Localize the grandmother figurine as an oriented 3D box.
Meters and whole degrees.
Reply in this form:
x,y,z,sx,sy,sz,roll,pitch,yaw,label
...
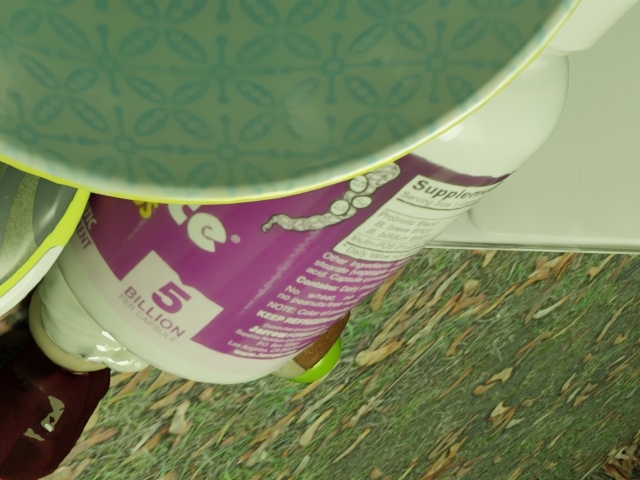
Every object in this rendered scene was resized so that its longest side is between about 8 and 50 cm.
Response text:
x,y,z,sx,sy,sz,roll,pitch,yaw,label
-0.200,0.127,1.052,0.342,0.104,0.208,-55,-177,27,grandmother figurine

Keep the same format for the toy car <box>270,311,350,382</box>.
x,y,z,sx,sy,sz,roll,pitch,yaw,label
0.003,-0.021,1.005,0.188,0.149,0.155,-38,159,2,toy car

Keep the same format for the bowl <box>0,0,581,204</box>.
x,y,z,sx,sy,sz,roll,pitch,yaw,label
-0.046,-0.172,0.553,0.289,0.289,0.156,-43,-157,5,bowl

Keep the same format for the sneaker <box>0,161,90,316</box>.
x,y,z,sx,sy,sz,roll,pitch,yaw,label
-0.227,0.003,0.719,0.300,0.111,0.121,-36,156,-19,sneaker

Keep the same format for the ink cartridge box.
x,y,z,sx,sy,sz,roll,pitch,yaw,label
0.174,-0.090,0.960,0.270,0.197,0.198,-1,94,-72,ink cartridge box

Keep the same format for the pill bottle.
x,y,z,sx,sy,sz,roll,pitch,yaw,label
0.009,-0.071,0.780,0.169,0.169,0.301,-15,158,-51,pill bottle
